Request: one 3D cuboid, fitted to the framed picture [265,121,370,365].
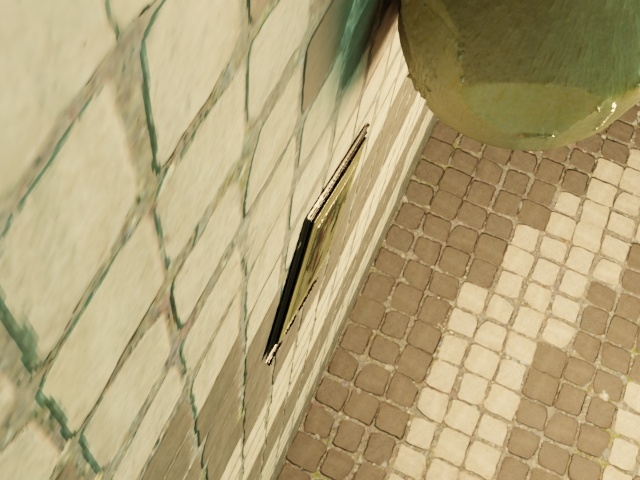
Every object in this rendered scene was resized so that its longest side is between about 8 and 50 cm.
[{"bbox_3d":[0.000,0.000,0.867,0.199,0.010,0.195,-60,171,-50],"label":"framed picture"}]

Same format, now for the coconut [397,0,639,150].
[{"bbox_3d":[0.180,-0.200,0.687,0.247,0.245,0.245,43,70,-82],"label":"coconut"}]
